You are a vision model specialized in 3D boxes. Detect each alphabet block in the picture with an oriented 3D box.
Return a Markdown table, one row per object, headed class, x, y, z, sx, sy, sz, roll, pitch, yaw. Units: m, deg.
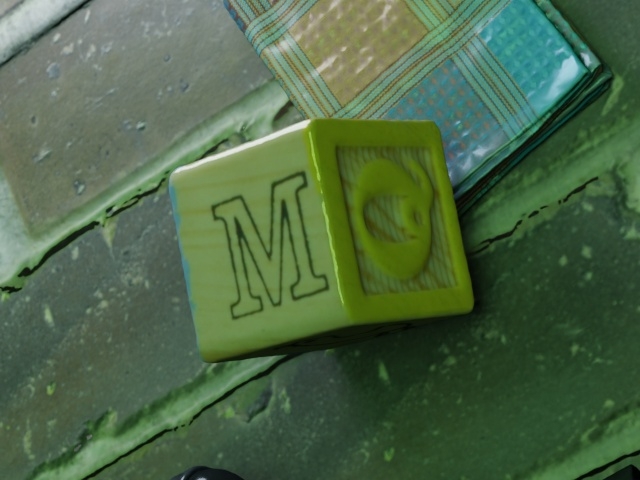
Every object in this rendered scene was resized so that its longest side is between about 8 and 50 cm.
| class | x | y | z | sx | sy | sz | roll | pitch | yaw |
| --- | --- | --- | --- | --- | --- | --- | --- | --- | --- |
| alphabet block | 0.000 | 0.000 | 1.697 | 0.197 | 0.192 | 0.193 | -18 | 82 | 42 |

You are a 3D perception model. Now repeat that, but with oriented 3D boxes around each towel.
| class | x | y | z | sx | sy | sz | roll | pitch | yaw |
| --- | --- | --- | --- | --- | --- | --- | --- | --- | --- |
| towel | 0.083 | -0.205 | 1.809 | 0.271 | 0.040 | 0.370 | -42 | 65 | 14 |

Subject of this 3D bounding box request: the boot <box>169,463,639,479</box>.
| class | x | y | z | sx | sy | sz | roll | pitch | yaw |
| --- | --- | --- | --- | --- | --- | --- | --- | --- | --- |
| boot | 0.102 | 0.309 | 1.643 | 0.445 | 0.146 | 0.367 | -27 | 80 | 25 |
